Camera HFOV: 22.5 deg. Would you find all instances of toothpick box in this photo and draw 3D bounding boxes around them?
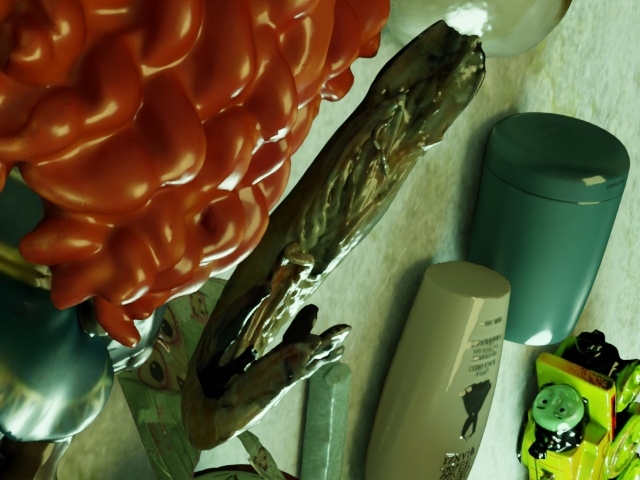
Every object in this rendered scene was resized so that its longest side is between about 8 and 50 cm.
[{"bbox_3d":[0.187,-0.006,1.368,0.120,0.120,0.184,-29,135,-50],"label":"toothpick box"}]

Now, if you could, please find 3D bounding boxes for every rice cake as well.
[{"bbox_3d":[0.002,0.169,1.261,0.033,0.029,0.170,-37,139,-51],"label":"rice cake"}]

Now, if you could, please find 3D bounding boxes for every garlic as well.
[{"bbox_3d":[0.122,-0.197,1.158,0.318,0.112,0.143,-6,112,-71],"label":"garlic"}]

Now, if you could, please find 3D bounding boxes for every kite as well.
[{"bbox_3d":[-0.066,0.095,0.980,0.250,0.012,0.229,52,26,-23],"label":"kite"}]

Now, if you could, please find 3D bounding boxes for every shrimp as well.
[{"bbox_3d":[0.000,0.000,0.697,0.219,0.046,0.152,-52,-170,12],"label":"shrimp"}]

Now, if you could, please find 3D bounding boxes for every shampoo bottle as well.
[{"bbox_3d":[0.094,0.148,1.351,0.127,0.078,0.257,-13,124,-47],"label":"shampoo bottle"}]

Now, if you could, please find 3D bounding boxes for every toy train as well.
[{"bbox_3d":[0.271,0.223,1.691,0.160,0.100,0.296,-48,146,-30],"label":"toy train"}]

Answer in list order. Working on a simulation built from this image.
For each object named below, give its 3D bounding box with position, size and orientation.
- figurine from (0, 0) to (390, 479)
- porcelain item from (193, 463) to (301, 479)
[{"bbox_3d":[-0.123,-0.028,0.732,0.306,0.241,0.412,-28,144,-47],"label":"figurine"},{"bbox_3d":[-0.043,0.274,1.045,0.253,0.253,0.253,-39,140,-42],"label":"porcelain item"}]
